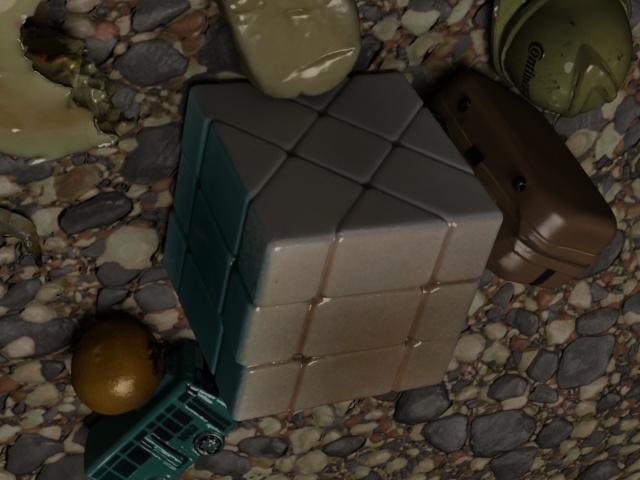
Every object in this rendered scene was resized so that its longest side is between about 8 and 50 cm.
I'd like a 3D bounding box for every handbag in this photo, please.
[{"bbox_3d":[0.284,-0.073,1.729,0.283,0.302,0.149,14,126,-44],"label":"handbag"}]

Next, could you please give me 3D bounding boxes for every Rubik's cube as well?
[{"bbox_3d":[0.000,0.000,1.625,0.318,0.322,0.316,-7,135,-24],"label":"Rubik's cube"}]

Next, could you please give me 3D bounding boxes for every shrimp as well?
[{"bbox_3d":[-0.443,0.035,1.642,0.147,0.035,0.195,8,126,-37],"label":"shrimp"}]

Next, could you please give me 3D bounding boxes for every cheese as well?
[{"bbox_3d":[-0.040,-0.281,1.498,0.159,0.093,0.263,-22,139,-3],"label":"cheese"}]

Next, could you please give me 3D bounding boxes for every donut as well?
[{"bbox_3d":[-0.313,-0.259,1.328,0.307,0.150,0.371,1,130,-28],"label":"donut"}]

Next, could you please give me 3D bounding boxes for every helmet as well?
[{"bbox_3d":[0.340,-0.250,1.672,0.204,0.137,0.257,-24,145,5],"label":"helmet"}]

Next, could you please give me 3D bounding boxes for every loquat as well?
[{"bbox_3d":[-0.292,0.181,1.794,0.141,0.141,0.141,-15,137,-15],"label":"loquat"}]

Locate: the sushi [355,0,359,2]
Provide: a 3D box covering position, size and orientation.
[{"bbox_3d":[0.059,-0.343,1.536,0.126,0.026,0.120,-28,139,0],"label":"sushi"}]

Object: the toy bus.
[{"bbox_3d":[-0.235,0.279,1.906,0.147,0.128,0.256,38,110,-24],"label":"toy bus"}]
